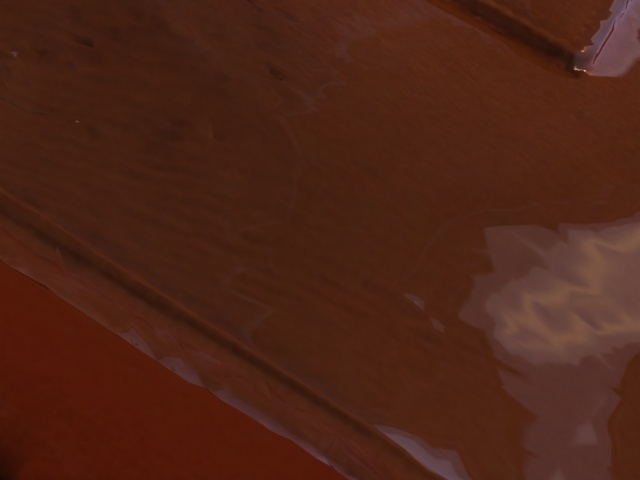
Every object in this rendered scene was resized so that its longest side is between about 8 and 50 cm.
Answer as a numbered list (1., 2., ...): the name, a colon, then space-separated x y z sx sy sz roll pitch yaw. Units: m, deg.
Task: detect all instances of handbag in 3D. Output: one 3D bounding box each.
1. handbag: 0.015 -0.018 0.493 0.303 0.410 0.116 -53 173 -50
